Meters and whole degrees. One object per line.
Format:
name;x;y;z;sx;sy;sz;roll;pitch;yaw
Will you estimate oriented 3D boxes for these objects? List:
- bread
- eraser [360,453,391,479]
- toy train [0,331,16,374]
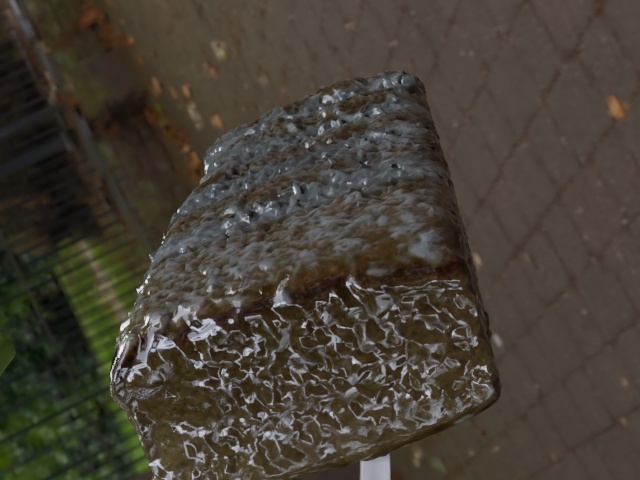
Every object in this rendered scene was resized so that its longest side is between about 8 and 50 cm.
bread;0.000;0.000;0.721;0.416;0.165;0.113;-85;-27;-74
eraser;0.046;0.213;1.096;0.105;0.026;0.065;85;-174;-75
toy train;-0.427;0.174;1.350;0.157;0.253;0.105;12;142;25
